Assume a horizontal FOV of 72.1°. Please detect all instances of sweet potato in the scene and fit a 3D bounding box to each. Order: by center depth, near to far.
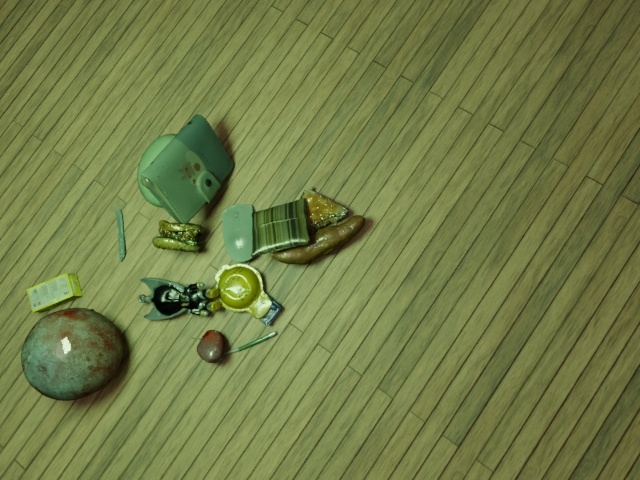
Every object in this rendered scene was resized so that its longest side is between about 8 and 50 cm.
[{"bbox_3d":[0.000,0.010,1.555,0.354,0.106,0.095,-23,51,-3],"label":"sweet potato"}]

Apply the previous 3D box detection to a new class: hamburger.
[{"bbox_3d":[-0.508,-0.007,1.603,0.177,0.185,0.113,-6,71,46],"label":"hamburger"}]

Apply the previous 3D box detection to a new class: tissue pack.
[{"bbox_3d":[-1.019,0.201,1.688,0.176,0.062,0.095,-23,79,3],"label":"tissue pack"}]

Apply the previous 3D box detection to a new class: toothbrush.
[{"bbox_3d":[-0.273,0.379,1.567,0.257,0.018,0.024,-25,80,3],"label":"toothbrush"}]

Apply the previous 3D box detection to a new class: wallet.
[{"bbox_3d":[-0.451,-0.245,1.551,0.083,0.252,0.360,-1,47,34],"label":"wallet"}]

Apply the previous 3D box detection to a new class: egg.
[{"bbox_3d":[-0.566,-0.260,1.633,0.203,0.203,0.283,15,85,11],"label":"egg"}]

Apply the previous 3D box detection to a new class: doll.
[{"bbox_3d":[-0.515,0.205,1.585,0.316,0.103,0.145,0,123,16],"label":"doll"}]

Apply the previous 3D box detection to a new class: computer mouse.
[{"bbox_3d":[-0.295,-0.032,1.620,0.128,0.079,0.231,-16,74,2],"label":"computer mouse"}]

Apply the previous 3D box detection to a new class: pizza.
[{"bbox_3d":[0.009,-0.103,1.597,0.195,0.052,0.185,4,73,14],"label":"pizza"}]

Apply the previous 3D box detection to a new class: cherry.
[{"bbox_3d":[-0.385,0.377,1.545,0.106,0.087,0.126,-43,49,19],"label":"cherry"}]

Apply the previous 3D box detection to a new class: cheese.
[{"bbox_3d":[-0.265,0.192,1.575,0.270,0.069,0.177,38,87,11],"label":"cheese"}]

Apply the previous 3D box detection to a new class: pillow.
[{"bbox_3d":[-0.146,-0.049,1.546,0.212,0.052,0.208,-15,52,9],"label":"pillow"}]

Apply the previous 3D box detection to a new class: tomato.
[{"bbox_3d":[-0.853,0.390,1.525,0.316,0.282,0.317,2,101,11],"label":"tomato"}]

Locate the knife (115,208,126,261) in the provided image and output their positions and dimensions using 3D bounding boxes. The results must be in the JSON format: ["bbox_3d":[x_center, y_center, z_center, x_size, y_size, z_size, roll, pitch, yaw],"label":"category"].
[{"bbox_3d":[-0.779,-0.021,1.717,0.028,0.015,0.210,-11,79,-1],"label":"knife"}]
